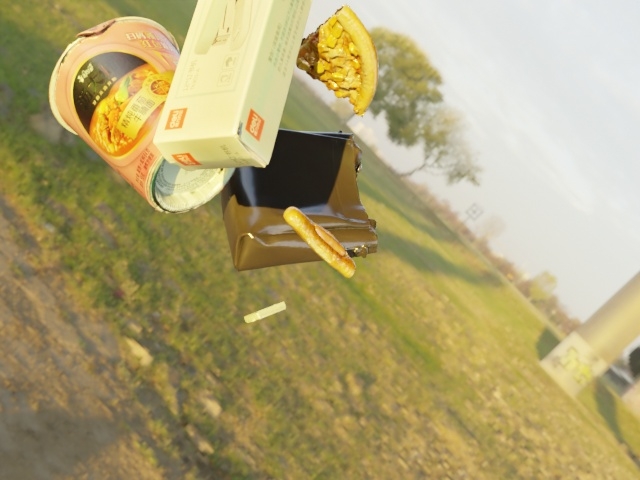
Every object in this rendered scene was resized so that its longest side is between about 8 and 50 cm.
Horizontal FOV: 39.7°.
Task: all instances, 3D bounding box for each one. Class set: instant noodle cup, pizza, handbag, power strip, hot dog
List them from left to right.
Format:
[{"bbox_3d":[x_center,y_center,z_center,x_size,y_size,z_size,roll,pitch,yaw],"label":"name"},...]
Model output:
[{"bbox_3d":[-0.255,-0.182,1.364,0.255,0.244,0.244,47,6,29],"label":"instant noodle cup"},{"bbox_3d":[-0.104,0.136,1.676,0.090,0.040,0.016,-18,86,-51],"label":"power strip"},{"bbox_3d":[-0.039,-0.076,1.504,0.114,0.256,0.285,98,-14,-48],"label":"handbag"},{"bbox_3d":[0.001,0.000,1.190,0.137,0.028,0.044,42,15,-26],"label":"hot dog"},{"bbox_3d":[0.019,-0.253,1.239,0.130,0.041,0.178,17,-41,13],"label":"pizza"}]

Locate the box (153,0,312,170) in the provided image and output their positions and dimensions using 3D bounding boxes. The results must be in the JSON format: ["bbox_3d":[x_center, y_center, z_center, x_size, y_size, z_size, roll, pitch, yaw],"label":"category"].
[{"bbox_3d":[-0.104,-0.218,1.107,0.135,0.270,0.079,0,-25,33],"label":"box"}]
